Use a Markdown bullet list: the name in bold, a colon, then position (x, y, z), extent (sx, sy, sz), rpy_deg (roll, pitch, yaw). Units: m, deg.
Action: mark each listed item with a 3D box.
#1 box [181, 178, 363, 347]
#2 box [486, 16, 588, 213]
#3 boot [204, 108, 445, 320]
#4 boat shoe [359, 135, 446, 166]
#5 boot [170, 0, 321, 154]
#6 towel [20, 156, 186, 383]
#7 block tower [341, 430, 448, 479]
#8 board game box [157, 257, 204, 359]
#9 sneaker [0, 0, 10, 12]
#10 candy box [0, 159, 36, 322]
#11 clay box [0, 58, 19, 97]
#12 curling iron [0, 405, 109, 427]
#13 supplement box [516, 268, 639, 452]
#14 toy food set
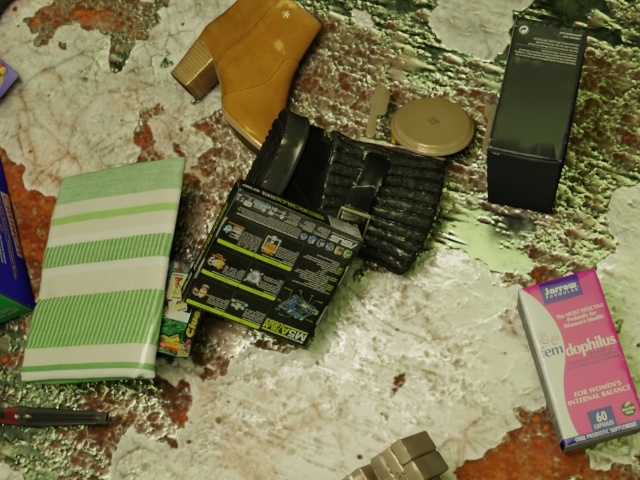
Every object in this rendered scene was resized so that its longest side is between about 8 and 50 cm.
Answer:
- **box**: position (-0.066, 0.034, 1.525), extent (0.190, 0.045, 0.184), rpy_deg (21, 113, -17)
- **box**: position (0.292, -0.161, 1.540), extent (0.103, 0.261, 0.184), rpy_deg (14, 80, 12)
- **boot**: position (0.001, 0.001, 1.615), extent (0.260, 0.131, 0.348), rpy_deg (21, 115, -19)
- **boat shoe**: position (0.118, -0.122, 1.668), extent (0.137, 0.049, 0.043), rpy_deg (13, 100, 14)
- **boot**: position (-0.067, -0.246, 1.698), extent (0.211, 0.104, 0.295), rpy_deg (-45, 70, -3)
- **towel**: position (-0.313, 0.046, 1.638), extent (0.247, 0.038, 0.325), rpy_deg (-6, 67, 31)
- **block tower**: position (0.016, 0.379, 1.481), extent (0.335, 0.097, 0.091), rpy_deg (-39, 71, 21)
- **board game box**: position (-0.273, 0.081, 1.636), extent (0.259, 0.030, 0.136), rpy_deg (9, 79, 36)
- **sneaker**: position (-0.488, -0.453, 1.813), extent (0.106, 0.101, 0.267), rpy_deg (20, 81, 10)
- **candy box**: position (-0.542, -0.031, 1.606), extent (0.122, 0.317, 0.268), rpy_deg (-20, 73, 5)
- **clay box**: position (-0.594, -0.282, 1.742), extent (0.127, 0.222, 0.053), rpy_deg (-52, 30, -6)
- **curling iron**: position (-0.441, 0.273, 1.664), extent (0.274, 0.035, 0.068), rpy_deg (-8, 80, 7)
- **supplement box**: position (0.349, 0.164, 1.532), extent (0.111, 0.114, 0.220), rpy_deg (-17, 73, 5)
- **toy food set**: position (0.164, -0.163, 1.652), extent (0.192, 0.038, 0.132), rpy_deg (9, 48, 8)
